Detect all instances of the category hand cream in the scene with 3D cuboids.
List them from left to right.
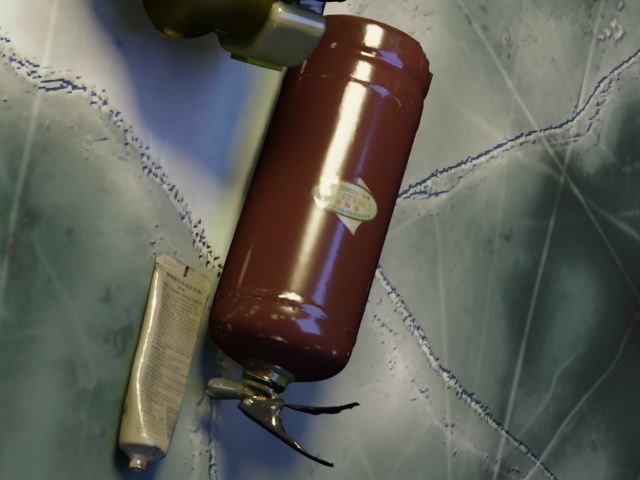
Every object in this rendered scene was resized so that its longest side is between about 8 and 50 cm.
[{"bbox_3d":[-0.117,0.092,1.361,0.057,0.037,0.165,32,58,-38],"label":"hand cream"}]

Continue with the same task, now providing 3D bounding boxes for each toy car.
[{"bbox_3d":[-0.073,-0.262,1.325,0.198,0.204,0.248,13,95,-22],"label":"toy car"}]

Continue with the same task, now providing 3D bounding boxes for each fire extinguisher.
[{"bbox_3d":[0.000,0.000,1.407,0.114,0.135,0.337,57,47,-62],"label":"fire extinguisher"}]
